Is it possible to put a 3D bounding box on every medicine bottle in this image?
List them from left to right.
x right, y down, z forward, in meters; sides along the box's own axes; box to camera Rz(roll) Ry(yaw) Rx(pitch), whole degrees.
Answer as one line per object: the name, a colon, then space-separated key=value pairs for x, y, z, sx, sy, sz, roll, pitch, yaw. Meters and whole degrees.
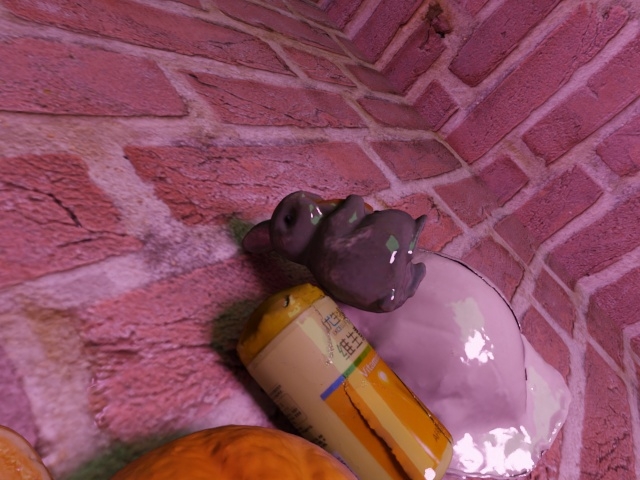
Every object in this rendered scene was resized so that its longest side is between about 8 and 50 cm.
medicine bottle: x=0.017 y=0.154 z=0.445 sx=0.239 sy=0.124 sz=0.124 roll=48 pitch=33 yaw=11

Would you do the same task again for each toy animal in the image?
toy animal: x=-0.001 y=-0.001 z=0.523 sx=0.251 sy=0.125 sz=0.127 roll=15 pitch=10 yaw=25

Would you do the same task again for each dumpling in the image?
dumpling: x=0.142 y=0.142 z=0.562 sx=0.341 sy=0.181 sz=0.260 roll=52 pitch=55 yaw=-9

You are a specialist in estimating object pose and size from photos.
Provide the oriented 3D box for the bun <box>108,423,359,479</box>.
bun: x=-0.025 y=0.256 z=0.247 sx=0.299 sy=0.165 sz=0.299 roll=27 pitch=37 yaw=-22

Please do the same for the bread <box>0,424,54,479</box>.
bread: x=-0.224 y=0.167 z=0.260 sx=0.110 sy=0.024 sz=0.110 roll=29 pitch=35 yaw=-23
